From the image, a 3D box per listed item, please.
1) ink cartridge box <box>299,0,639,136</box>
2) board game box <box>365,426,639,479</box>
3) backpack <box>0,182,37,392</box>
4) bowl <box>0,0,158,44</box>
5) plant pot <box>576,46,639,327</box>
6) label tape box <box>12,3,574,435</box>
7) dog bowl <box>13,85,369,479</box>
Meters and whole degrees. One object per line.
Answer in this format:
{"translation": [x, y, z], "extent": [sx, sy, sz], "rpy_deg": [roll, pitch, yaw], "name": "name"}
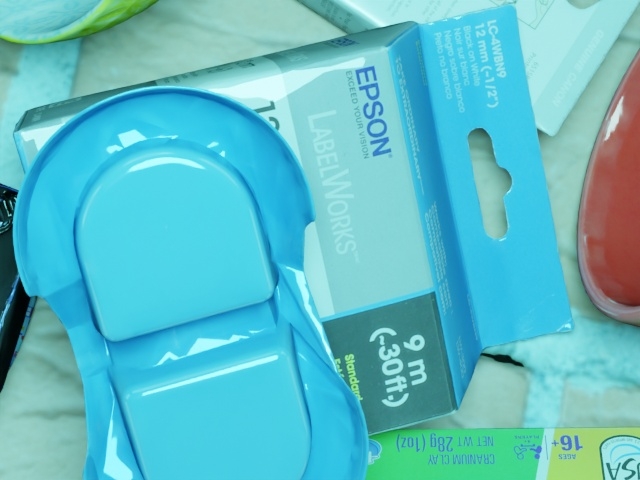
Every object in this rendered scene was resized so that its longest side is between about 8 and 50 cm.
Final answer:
{"translation": [0.137, -0.244, 0.944], "extent": [0.239, 0.060, 0.275], "rpy_deg": [34, 80, -1], "name": "ink cartridge box"}
{"translation": [0.106, 0.266, 0.768], "extent": [0.242, 0.064, 0.316], "rpy_deg": [-2, 49, 4], "name": "board game box"}
{"translation": [-0.284, 0.025, 0.838], "extent": [0.173, 0.117, 0.158], "rpy_deg": [14, 81, -3], "name": "backpack"}
{"translation": [-0.144, -0.280, 0.860], "extent": [0.156, 0.289, 0.289], "rpy_deg": [-10, 80, -50], "name": "bowl"}
{"translation": [0.347, -0.034, 0.841], "extent": [0.243, 0.275, 0.275], "rpy_deg": [21, 80, -12], "name": "plant pot"}
{"translation": [0.000, 0.000, 0.833], "extent": [0.347, 0.115, 0.249], "rpy_deg": [-13, 104, -5], "name": "label tape box"}
{"translation": [-0.074, 0.054, 0.737], "extent": [0.166, 0.074, 0.297], "rpy_deg": [-15, 104, -6], "name": "dog bowl"}
